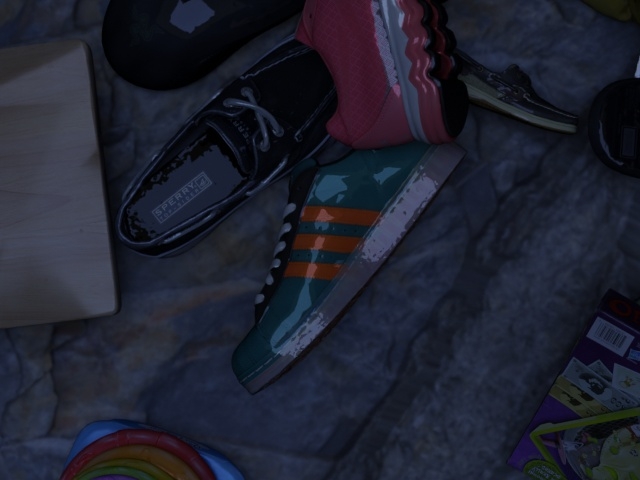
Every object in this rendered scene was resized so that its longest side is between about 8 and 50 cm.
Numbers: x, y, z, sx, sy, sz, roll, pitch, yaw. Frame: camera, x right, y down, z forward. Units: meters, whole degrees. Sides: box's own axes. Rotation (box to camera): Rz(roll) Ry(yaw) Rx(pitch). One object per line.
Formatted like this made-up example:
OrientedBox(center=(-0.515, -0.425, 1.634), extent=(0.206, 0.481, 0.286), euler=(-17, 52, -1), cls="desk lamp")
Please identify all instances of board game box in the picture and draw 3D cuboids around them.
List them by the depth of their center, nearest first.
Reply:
OrientedBox(center=(0.356, 0.210, 1.429), extent=(0.346, 0.056, 0.208), euler=(31, 124, 10), cls="board game box")

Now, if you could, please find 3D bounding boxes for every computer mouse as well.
OrientedBox(center=(0.369, -0.054, 1.507), extent=(0.262, 0.060, 0.184), euler=(1, 84, -8), cls="computer mouse")
OrientedBox(center=(-0.094, -0.249, 1.534), extent=(0.272, 0.072, 0.188), euler=(-36, 86, 2), cls="computer mouse")

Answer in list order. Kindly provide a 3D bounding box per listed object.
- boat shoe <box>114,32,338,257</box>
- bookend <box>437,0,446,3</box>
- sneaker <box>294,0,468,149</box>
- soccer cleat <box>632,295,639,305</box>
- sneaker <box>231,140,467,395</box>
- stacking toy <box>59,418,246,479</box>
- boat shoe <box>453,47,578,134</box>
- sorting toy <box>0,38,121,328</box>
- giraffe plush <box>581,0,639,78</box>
OrientedBox(center=(-0.072, -0.097, 1.512), extent=(0.301, 0.102, 0.108), euler=(-39, 86, 1), cls="boat shoe")
OrientedBox(center=(0.120, -0.316, 1.523), extent=(0.157, 0.072, 0.156), euler=(-28, 86, 3), cls="bookend")
OrientedBox(center=(0.031, -0.228, 1.442), extent=(0.136, 0.116, 0.314), euler=(-13, 85, 20), cls="sneaker")
OrientedBox(center=(0.395, 0.143, 1.470), extent=(0.289, 0.093, 0.121), euler=(32, 110, 6), cls="soccer cleat")
OrientedBox(center=(0.000, 0.000, 1.508), extent=(0.121, 0.108, 0.302), euler=(38, 83, 5), cls="sneaker")
OrientedBox(center=(-0.176, 0.254, 1.407), extent=(0.175, 0.302, 0.166), euler=(19, 90, 5), cls="stacking toy")
OrientedBox(center=(0.173, -0.142, 1.521), extent=(0.152, 0.056, 0.049), euler=(22, 95, 4), cls="boat shoe")
OrientedBox(center=(-0.323, -0.042, 1.534), extent=(0.257, 0.089, 0.255), euler=(-7, 87, 4), cls="sorting toy")
OrientedBox(center=(0.309, -0.251, 1.458), extent=(0.181, 0.170, 0.210), euler=(-4, 88, 3), cls="giraffe plush")
